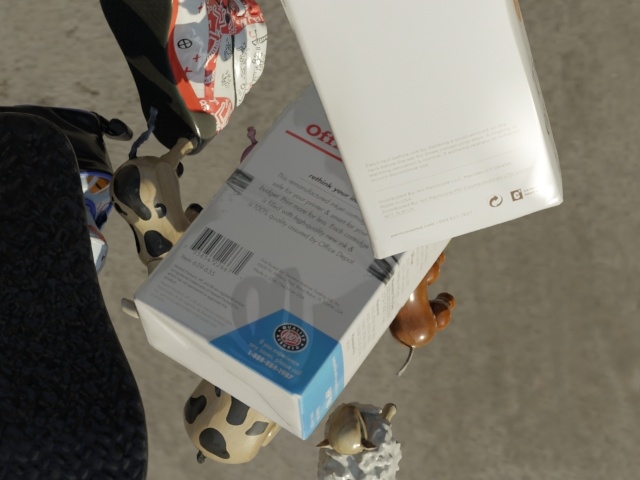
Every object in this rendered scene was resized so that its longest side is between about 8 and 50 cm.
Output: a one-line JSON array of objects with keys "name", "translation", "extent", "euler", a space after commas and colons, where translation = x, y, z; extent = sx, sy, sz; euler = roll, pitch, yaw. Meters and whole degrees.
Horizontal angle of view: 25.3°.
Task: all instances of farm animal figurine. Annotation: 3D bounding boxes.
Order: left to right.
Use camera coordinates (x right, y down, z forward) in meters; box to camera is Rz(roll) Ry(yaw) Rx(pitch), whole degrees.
[{"name": "farm animal figurine", "translation": [-0.062, 0.079, 1.316], "extent": [0.172, 0.330, 0.326], "euler": [-42, 150, -57]}]

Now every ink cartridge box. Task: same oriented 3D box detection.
[{"name": "ink cartridge box", "translation": [0.000, 0.000, 0.747], "extent": [0.180, 0.104, 0.060], "euler": [-52, 159, -23]}]

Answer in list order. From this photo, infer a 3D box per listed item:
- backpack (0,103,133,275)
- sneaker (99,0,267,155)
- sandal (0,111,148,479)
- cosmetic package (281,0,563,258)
[{"name": "backpack", "translation": [-0.343, -0.003, 1.433], "extent": [0.277, 0.263, 0.213], "euler": [6, 50, -28]}, {"name": "sneaker", "translation": [-0.129, -0.227, 1.388], "extent": [0.145, 0.090, 0.270], "euler": [-53, 145, -37]}, {"name": "sandal", "translation": [-0.098, 0.040, 0.488], "extent": [0.067, 0.040, 0.179], "euler": [-3, 62, -15]}, {"name": "cosmetic package", "translation": [0.021, -0.108, 0.459], "extent": [0.061, 0.239, 0.099], "euler": [-18, 126, 9]}]
